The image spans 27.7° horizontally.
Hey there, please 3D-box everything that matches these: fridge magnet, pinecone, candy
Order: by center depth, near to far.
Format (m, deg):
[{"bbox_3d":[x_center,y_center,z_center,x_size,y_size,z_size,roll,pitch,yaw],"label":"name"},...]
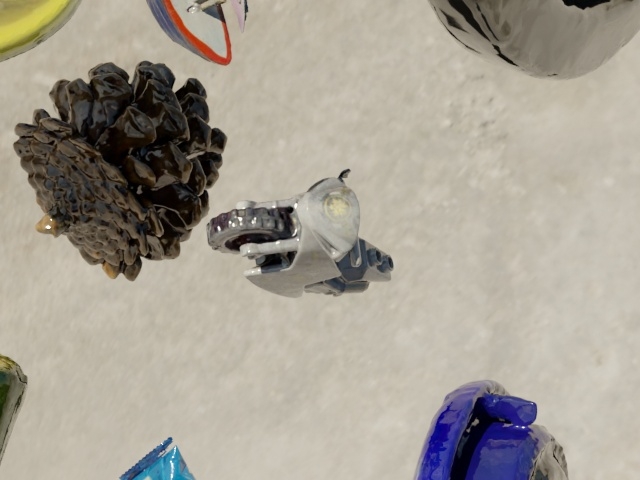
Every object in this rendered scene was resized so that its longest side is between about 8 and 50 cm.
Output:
[{"bbox_3d":[0.133,0.244,1.037,0.112,0.265,0.265,2,57,24],"label":"fridge magnet"},{"bbox_3d":[-0.175,-0.077,1.178,0.168,0.186,0.212,5,40,8],"label":"pinecone"},{"bbox_3d":[-0.161,0.297,1.448,0.136,0.088,0.038,55,18,13],"label":"candy"}]

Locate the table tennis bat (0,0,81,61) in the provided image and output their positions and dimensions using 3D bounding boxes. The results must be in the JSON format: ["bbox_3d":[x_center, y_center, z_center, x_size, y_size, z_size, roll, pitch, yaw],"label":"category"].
[{"bbox_3d":[-0.293,-0.164,0.904,0.224,0.054,0.369,16,51,-2],"label":"table tennis bat"}]

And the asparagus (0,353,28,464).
[{"bbox_3d":[-0.153,0.126,0.485,0.041,0.045,0.178,19,86,-19],"label":"asparagus"}]

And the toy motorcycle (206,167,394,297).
[{"bbox_3d":[0.000,0.000,1.066,0.122,0.215,0.080,-14,70,23],"label":"toy motorcycle"}]

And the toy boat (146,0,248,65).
[{"bbox_3d":[-0.134,-0.341,1.463,0.072,0.318,0.219,-28,73,-31],"label":"toy boat"}]

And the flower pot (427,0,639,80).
[{"bbox_3d":[0.008,-0.249,0.449,0.251,0.379,0.379,12,55,25],"label":"flower pot"}]
